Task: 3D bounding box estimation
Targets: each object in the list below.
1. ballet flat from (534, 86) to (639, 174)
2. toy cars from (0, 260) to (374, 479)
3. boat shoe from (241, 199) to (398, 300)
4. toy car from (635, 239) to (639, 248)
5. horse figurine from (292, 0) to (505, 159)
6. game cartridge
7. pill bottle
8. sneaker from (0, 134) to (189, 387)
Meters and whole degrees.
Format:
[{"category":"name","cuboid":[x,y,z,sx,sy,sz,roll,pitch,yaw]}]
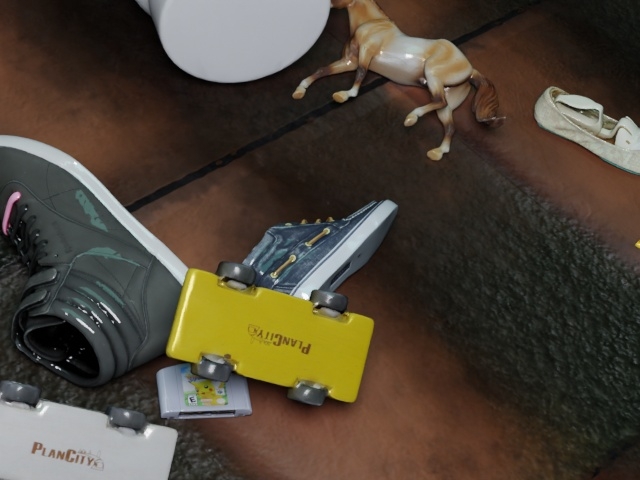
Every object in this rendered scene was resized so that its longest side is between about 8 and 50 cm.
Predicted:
[{"category":"ballet flat","cuboid":[0.322,-0.124,1.625,0.168,0.052,0.057,24,47,8]},{"category":"toy cars","cuboid":[-0.139,0.129,1.232,0.394,0.087,0.176,-28,101,-23]},{"category":"boat shoe","cuboid":[0.000,0.000,1.421,0.083,0.065,0.183,34,50,15]},{"category":"toy car","cuboid":[0.406,-0.006,1.546,0.122,0.040,0.060,-16,54,-27]},{"category":"horse figurine","cuboid":[0.095,-0.191,1.622,0.263,0.066,0.174,23,53,11]},{"category":"game cartridge","cuboid":[-0.107,0.136,1.305,0.083,0.017,0.056,-1,45,-15]},{"category":"pill bottle","cuboid":[-0.132,-0.377,1.626,0.224,0.224,0.392,-5,49,-18]},{"category":"sneaker","cuboid":[-0.251,0.017,1.314,0.296,0.104,0.147,39,46,15]}]
